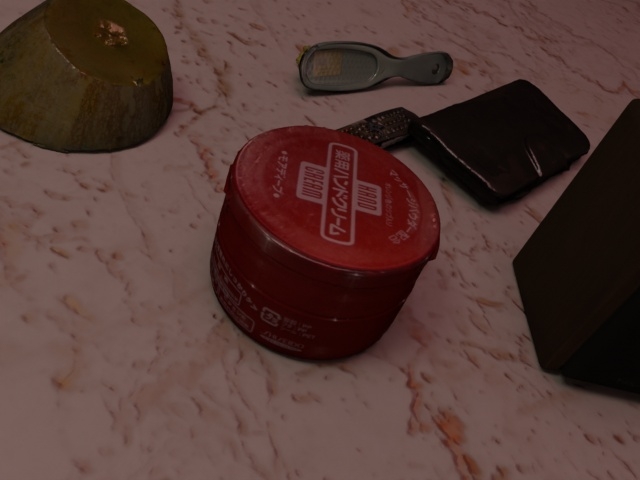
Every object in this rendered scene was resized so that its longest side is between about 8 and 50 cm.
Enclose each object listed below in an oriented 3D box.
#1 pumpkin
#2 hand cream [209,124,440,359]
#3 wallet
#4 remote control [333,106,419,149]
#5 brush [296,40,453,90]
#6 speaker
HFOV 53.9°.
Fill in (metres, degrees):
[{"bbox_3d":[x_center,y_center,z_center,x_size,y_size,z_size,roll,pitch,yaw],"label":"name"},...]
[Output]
[{"bbox_3d":[-0.258,-0.199,0.682,0.217,0.110,0.217,17,40,-15],"label":"pumpkin"},{"bbox_3d":[0.000,0.000,0.568,0.193,0.125,0.193,12,44,-12],"label":"hand cream"},{"bbox_3d":[0.265,-0.147,0.883,0.309,0.042,0.165,-25,65,-42],"label":"wallet"},{"bbox_3d":[0.059,-0.130,0.801,0.059,0.028,0.212,41,44,24],"label":"remote control"},{"bbox_3d":[0.076,-0.258,0.925,0.296,0.068,0.060,-10,29,-36],"label":"brush"},{"bbox_3d":[0.322,0.014,0.613,0.153,0.231,0.193,15,43,-9],"label":"speaker"}]
